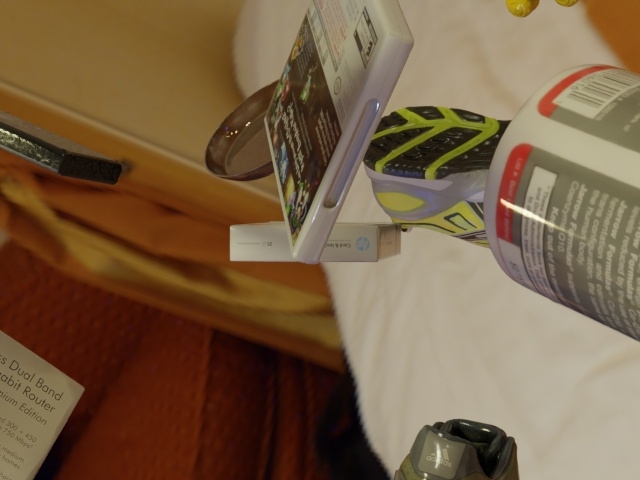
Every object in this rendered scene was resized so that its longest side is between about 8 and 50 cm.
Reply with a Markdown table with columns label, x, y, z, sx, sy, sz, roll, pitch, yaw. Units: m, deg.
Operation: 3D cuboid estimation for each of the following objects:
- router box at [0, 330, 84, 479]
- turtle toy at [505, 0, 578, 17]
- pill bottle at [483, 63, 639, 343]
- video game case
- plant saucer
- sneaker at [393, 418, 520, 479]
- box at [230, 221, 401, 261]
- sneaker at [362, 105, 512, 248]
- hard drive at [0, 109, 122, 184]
| label | x | y | z | sx | sy | sz | roll | pitch | yaw |
| --- | --- | --- | --- | --- | --- | --- | --- | --- | --- |
| router box | -0.417 | 0.162 | 1.245 | 0.082 | 0.335 | 0.301 | -25 | 33 | 57 |
| turtle toy | 0.197 | -0.235 | 1.184 | 0.130 | 0.066 | 0.095 | -6 | 36 | 51 |
| pill bottle | 0.251 | 0.002 | 0.904 | 0.283 | 0.161 | 0.161 | 28 | 96 | 45 |
| video game case | 0.008 | -0.105 | 1.007 | 0.190 | 0.022 | 0.173 | -104 | 32 | -55 |
| plant saucer | -0.053 | -0.122 | 1.646 | 0.168 | 0.029 | 0.168 | -27 | 32 | 19 |
| sneaker | 0.121 | 0.199 | 1.131 | 0.111 | 0.300 | 0.121 | 12 | 87 | 16 |
| box | 0.000 | 0.000 | 1.490 | 0.186 | 0.145 | 0.038 | -4 | -85 | -81 |
| sneaker | 0.240 | -0.061 | 1.714 | 0.384 | 0.147 | 0.145 | 12 | 52 | 25 |
| hard drive | -0.245 | -0.084 | 1.249 | 0.135 | 0.094 | 0.022 | 23 | 95 | 22 |
